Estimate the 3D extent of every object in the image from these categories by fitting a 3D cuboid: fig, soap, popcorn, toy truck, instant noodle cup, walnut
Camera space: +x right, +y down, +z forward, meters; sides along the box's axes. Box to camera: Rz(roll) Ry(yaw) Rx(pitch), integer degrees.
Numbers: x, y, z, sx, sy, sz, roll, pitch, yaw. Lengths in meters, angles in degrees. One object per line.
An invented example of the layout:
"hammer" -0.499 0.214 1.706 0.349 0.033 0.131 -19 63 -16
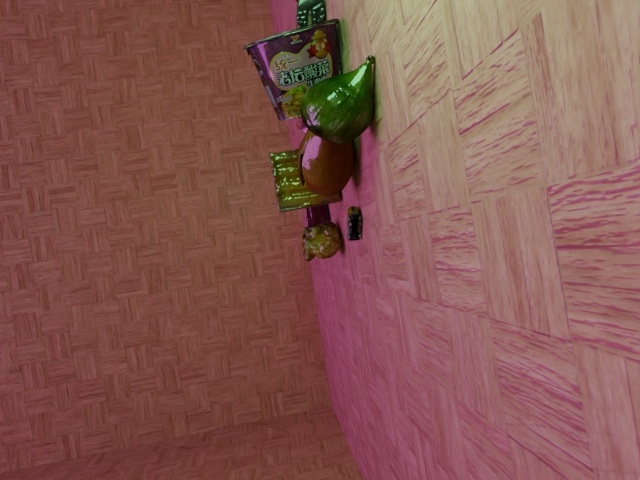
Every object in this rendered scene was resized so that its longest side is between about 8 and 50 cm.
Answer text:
"fig" 0.065 -0.393 1.171 0.235 0.203 0.203 124 141 -47
"soap" -0.064 -0.267 1.865 0.143 0.281 0.259 166 95 -85
"soap" -0.012 -0.127 2.303 0.182 0.112 0.289 -115 18 -55
"popcorn" 0.000 0.000 2.029 0.218 0.189 0.169 -116 16 -71
"toy truck" 0.122 -0.061 1.570 0.062 0.052 0.123 -101 8 -52
"instant noodle cup" -0.071 -0.581 1.490 0.340 0.340 0.265 -116 10 -66
"walnut" 0.027 -0.309 1.475 0.209 0.209 0.336 -106 20 -44

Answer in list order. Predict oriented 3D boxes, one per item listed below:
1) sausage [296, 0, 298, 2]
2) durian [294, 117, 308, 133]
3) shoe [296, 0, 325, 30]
"sausage" -0.061 -1.057 1.614 0.348 0.097 0.094 90 176 -52
"durian" -0.006 -0.418 1.638 0.132 0.165 0.182 -61 29 35
"shoe" -0.043 -0.799 1.710 0.171 0.132 0.336 -101 8 -57
